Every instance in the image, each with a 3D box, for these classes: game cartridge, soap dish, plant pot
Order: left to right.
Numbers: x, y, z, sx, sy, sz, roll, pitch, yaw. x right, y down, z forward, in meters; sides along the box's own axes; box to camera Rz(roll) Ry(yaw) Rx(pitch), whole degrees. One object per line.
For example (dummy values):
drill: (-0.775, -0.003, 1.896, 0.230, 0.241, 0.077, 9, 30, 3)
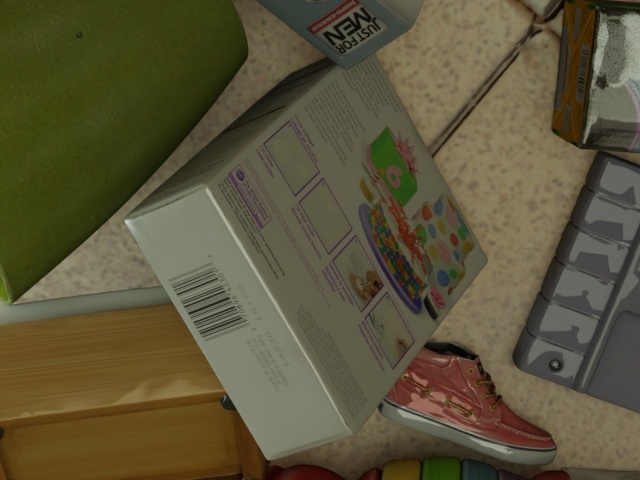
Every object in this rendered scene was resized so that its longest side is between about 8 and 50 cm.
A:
plant pot: (-0.220, -0.139, 1.662, 0.293, 0.275, 0.274, -34, 102, -14)
soap dish: (-0.180, 0.148, 1.722, 0.291, 0.118, 0.229, -7, 145, -4)
game cartridge: (0.387, 0.074, 1.834, 0.355, 0.068, 0.230, 20, 103, -8)

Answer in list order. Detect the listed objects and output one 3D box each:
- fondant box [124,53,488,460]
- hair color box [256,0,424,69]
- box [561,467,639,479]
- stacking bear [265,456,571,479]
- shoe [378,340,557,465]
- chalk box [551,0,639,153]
fondant box: (0.000, 0.000, 1.654, 0.096, 0.330, 0.238, -22, 104, 34)
hair color box: (-0.059, -0.335, 1.624, 0.374, 0.114, 0.185, 37, 58, -17)
box: (0.270, 0.378, 1.828, 0.087, 0.169, 0.289, 3, 102, -5)
stacking bear: (0.079, 0.274, 1.789, 0.289, 0.164, 0.175, 6, 58, 2)
shoe: (0.149, 0.150, 1.827, 0.178, 0.063, 0.081, 18, 102, -4)
chalk box: (0.330, -0.145, 1.749, 0.213, 0.132, 0.132, 5, 100, -6)
